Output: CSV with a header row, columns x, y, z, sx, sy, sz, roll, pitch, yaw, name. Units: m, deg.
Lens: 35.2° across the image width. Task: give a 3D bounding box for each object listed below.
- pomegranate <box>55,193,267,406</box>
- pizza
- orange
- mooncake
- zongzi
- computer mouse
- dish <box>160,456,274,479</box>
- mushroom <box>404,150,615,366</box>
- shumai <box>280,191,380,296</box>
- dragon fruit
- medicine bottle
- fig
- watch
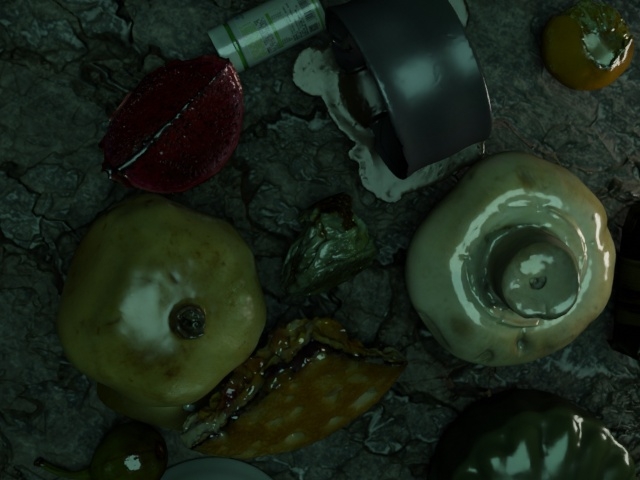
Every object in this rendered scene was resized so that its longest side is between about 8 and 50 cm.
x,y,z,sx,sy,sz,roll,pitch,yaw,name
-0.251,0.094,1.568,0.332,0.332,0.333,-1,98,-6,pomegranate
-0.041,0.243,1.668,0.408,0.114,0.278,-24,135,-15,pizza
0.448,-0.325,1.682,0.156,0.134,0.157,-4,109,-12,orange
0.370,0.444,1.743,0.356,0.194,0.356,-1,98,-5,mooncake
0.659,0.071,1.753,0.288,0.134,0.286,2,100,-6,zongzi
-0.282,0.260,1.719,0.199,0.045,0.102,22,97,-8,computer mouse
-0.190,0.537,1.735,0.316,0.106,0.316,-1,97,-6,dish
0.305,0.022,1.640,0.353,0.353,0.325,-13,68,-5,mushroom
-0.006,0.003,1.677,0.184,0.184,0.142,-26,76,-3,shumai
-0.235,-0.172,1.610,0.261,0.163,0.189,-45,103,-12,dragon fruit
-0.085,-0.343,1.641,0.183,0.086,0.086,-26,100,-3,medicine bottle
-0.374,0.378,1.700,0.236,0.124,0.124,-11,99,10,fig
0.144,-0.231,1.559,0.314,0.327,0.335,-24,100,-3,watch
